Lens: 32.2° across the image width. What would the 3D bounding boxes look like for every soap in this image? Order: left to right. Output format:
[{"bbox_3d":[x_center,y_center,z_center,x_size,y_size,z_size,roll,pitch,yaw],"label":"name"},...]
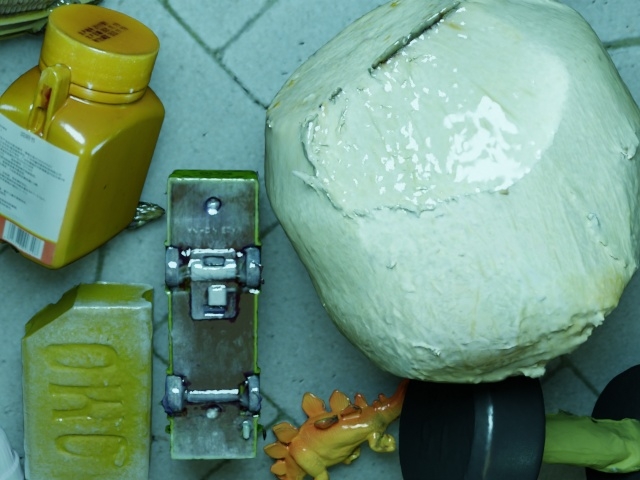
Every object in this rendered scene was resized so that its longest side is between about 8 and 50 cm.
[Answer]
[{"bbox_3d":[-0.255,0.161,1.222,0.140,0.073,0.232,1,113,-10],"label":"soap"}]

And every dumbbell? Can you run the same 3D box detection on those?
[{"bbox_3d":[0.266,0.219,1.193,0.322,0.204,0.203,10,113,-19],"label":"dumbbell"}]

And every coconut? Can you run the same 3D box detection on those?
[{"bbox_3d":[0.138,-0.041,1.025,0.346,0.346,0.360,-32,111,10],"label":"coconut"}]

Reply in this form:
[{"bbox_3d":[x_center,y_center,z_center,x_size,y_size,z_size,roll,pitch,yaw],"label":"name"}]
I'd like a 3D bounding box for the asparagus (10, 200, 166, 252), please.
[{"bbox_3d":[-0.244,-0.018,1.163,0.165,0.036,0.030,-10,123,-1],"label":"asparagus"}]

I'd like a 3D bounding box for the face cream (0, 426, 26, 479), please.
[{"bbox_3d":[-0.366,0.361,1.288,0.102,0.102,0.345,-7,115,-1],"label":"face cream"}]

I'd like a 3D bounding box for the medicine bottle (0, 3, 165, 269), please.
[{"bbox_3d":[-0.229,-0.101,1.043,0.112,0.149,0.222,29,120,11],"label":"medicine bottle"}]

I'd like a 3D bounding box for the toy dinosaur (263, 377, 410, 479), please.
[{"bbox_3d":[-0.002,0.236,1.279,0.117,0.070,0.288,40,108,-22],"label":"toy dinosaur"}]

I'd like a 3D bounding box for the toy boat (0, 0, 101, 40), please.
[{"bbox_3d":[-0.313,-0.222,0.955,0.115,0.310,0.089,-18,91,39],"label":"toy boat"}]

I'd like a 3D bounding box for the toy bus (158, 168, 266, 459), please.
[{"bbox_3d":[-0.110,0.071,1.164,0.113,0.139,0.301,1,106,-5],"label":"toy bus"}]
